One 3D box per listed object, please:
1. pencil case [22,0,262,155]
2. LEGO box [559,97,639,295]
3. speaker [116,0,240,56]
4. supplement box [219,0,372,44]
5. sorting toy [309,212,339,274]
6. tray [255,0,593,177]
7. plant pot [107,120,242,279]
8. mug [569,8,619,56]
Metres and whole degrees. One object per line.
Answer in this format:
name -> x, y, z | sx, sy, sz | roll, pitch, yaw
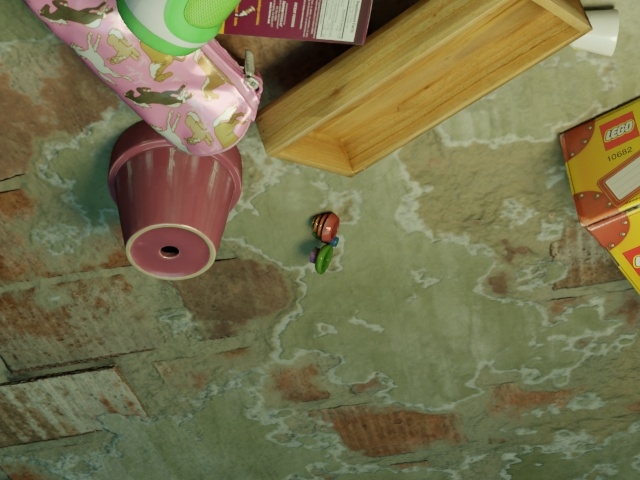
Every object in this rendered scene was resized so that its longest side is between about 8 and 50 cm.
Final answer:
pencil case -> -0.231, -0.270, 1.421 | 0.167, 0.160, 0.386 | -41, 130, 6
LEGO box -> 0.662, -0.088, 1.647 | 0.500, 0.193, 0.372 | -24, 135, 24
speaker -> -0.098, -0.330, 1.204 | 0.131, 0.131, 0.296 | 24, 131, -28
supplement box -> -0.034, -0.312, 1.419 | 0.188, 0.104, 0.081 | 3, 139, -7
sorting toy -> 0.000, 0.000, 1.826 | 0.042, 0.061, 0.102 | 20, 105, 17
tray -> 0.131, -0.223, 1.503 | 0.411, 0.076, 0.203 | -31, 157, 29
plant pot -> -0.213, -0.050, 1.663 | 0.201, 0.180, 0.201 | -2, 139, -2
mug -> 0.359, -0.273, 1.520 | 0.064, 0.062, 0.078 | 6, 133, 3
